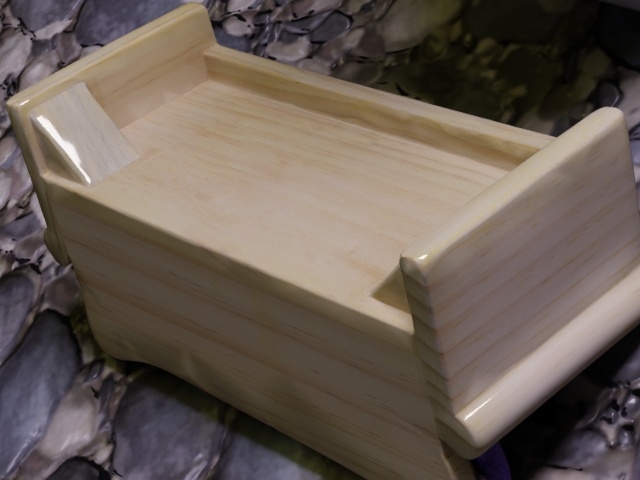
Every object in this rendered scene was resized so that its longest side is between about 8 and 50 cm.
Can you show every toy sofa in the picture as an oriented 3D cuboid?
[{"bbox_3d":[0.000,0.000,0.903,0.150,0.177,0.362,-35,36,-30],"label":"toy sofa"}]

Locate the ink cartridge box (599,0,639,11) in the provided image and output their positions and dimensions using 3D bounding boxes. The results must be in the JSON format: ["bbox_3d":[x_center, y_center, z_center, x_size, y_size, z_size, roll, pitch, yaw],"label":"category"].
[{"bbox_3d":[0.180,-0.265,0.973,0.306,0.131,0.226,27,75,44],"label":"ink cartridge box"}]
